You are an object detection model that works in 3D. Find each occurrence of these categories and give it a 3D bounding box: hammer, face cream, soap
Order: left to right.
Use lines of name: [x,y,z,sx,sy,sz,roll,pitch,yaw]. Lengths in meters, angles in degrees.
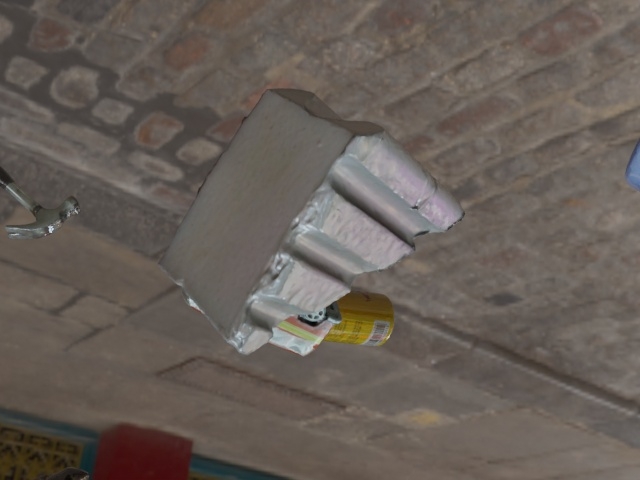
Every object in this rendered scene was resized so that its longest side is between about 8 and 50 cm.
hammer: [-0.471,-0.086,1.345,0.246,0.103,0.029,37,149,22]
face cream: [-0.032,0.130,1.679,0.348,0.105,0.105,9,157,-31]
soap: [0.000,0.000,1.001,0.159,0.258,0.302,31,-179,33]

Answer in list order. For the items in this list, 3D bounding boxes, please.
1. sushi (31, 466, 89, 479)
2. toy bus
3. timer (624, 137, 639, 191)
sushi: [-0.340,0.388,1.065,0.200,0.213,0.204,-4,-168,35]
toy bus: [-0.103,0.087,1.475,0.265,0.121,0.120,26,110,-20]
timer: [0.367,-0.143,0.524,0.173,0.395,0.395,37,163,21]
